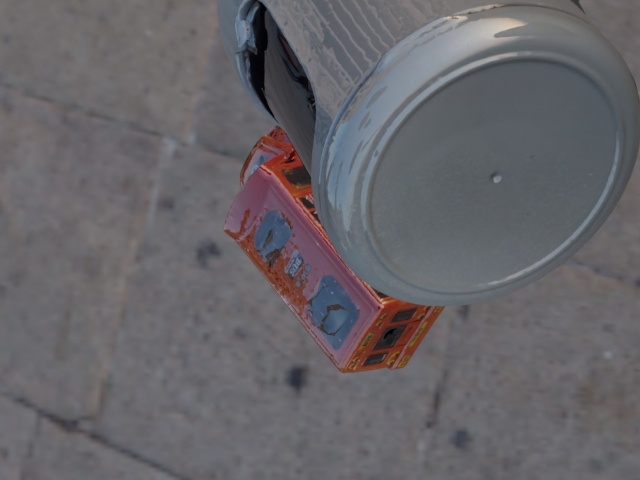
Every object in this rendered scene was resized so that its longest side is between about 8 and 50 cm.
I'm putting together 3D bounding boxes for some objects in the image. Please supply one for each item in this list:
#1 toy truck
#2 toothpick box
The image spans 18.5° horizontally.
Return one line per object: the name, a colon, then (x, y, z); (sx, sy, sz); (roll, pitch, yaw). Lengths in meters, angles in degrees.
toy truck: (0.000, 0.000, 1.781); (0.253, 0.114, 0.107); (50, 128, 28)
toothpick box: (0.062, -0.132, 1.287); (0.229, 0.229, 0.316); (-54, 37, 20)
